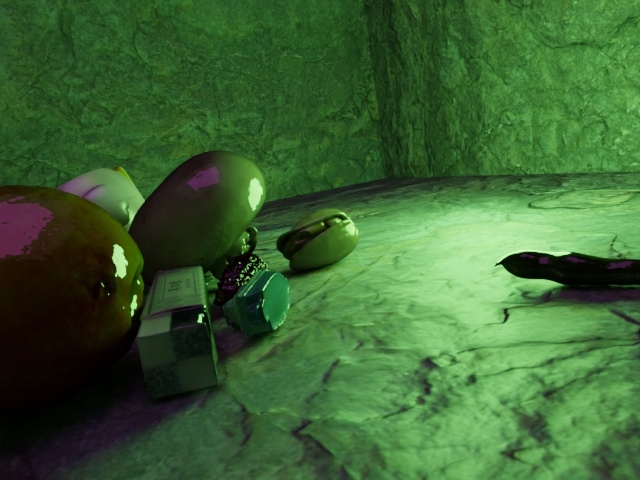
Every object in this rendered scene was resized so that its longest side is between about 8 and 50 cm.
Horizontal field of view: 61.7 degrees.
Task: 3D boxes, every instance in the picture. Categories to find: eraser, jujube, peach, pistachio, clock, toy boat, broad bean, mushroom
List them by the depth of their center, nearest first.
[{"bbox_3d":[-0.434,0.080,0.729,0.373,0.289,0.372,4,41,-3],"label":"peach"},{"bbox_3d":[-0.225,0.124,0.866,0.097,0.098,0.404,-11,10,-13],"label":"eraser"},{"bbox_3d":[0.450,0.045,0.873,0.318,0.055,0.098,1,6,19],"label":"broad bean"},{"bbox_3d":[-0.118,0.103,0.930,0.102,0.088,0.215,-10,11,11],"label":"toy boat"},{"bbox_3d":[-0.149,0.084,1.069,0.104,0.104,0.166,-7,23,7],"label":"jujube"},{"bbox_3d":[-0.250,-0.024,1.213,0.362,0.295,0.362,-44,13,13],"label":"mushroom"},{"bbox_3d":[0.000,0.000,1.293,0.215,0.143,0.144,-21,14,-26],"label":"pistachio"},{"bbox_3d":[-0.632,0.003,1.397,0.368,0.250,0.377,-26,11,49],"label":"clock"}]

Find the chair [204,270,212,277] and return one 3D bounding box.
[{"bbox_3d":[-0.369,-0.020,1.489,0.176,0.183,0.326,15,1,-21],"label":"chair"}]

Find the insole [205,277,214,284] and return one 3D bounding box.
[{"bbox_3d":[-0.319,0.115,1.248,0.063,0.010,0.192,-1,12,34],"label":"insole"}]

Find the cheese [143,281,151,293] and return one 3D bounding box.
[{"bbox_3d":[-0.463,0.109,1.317,0.191,0.042,0.105,-4,10,26],"label":"cheese"}]
